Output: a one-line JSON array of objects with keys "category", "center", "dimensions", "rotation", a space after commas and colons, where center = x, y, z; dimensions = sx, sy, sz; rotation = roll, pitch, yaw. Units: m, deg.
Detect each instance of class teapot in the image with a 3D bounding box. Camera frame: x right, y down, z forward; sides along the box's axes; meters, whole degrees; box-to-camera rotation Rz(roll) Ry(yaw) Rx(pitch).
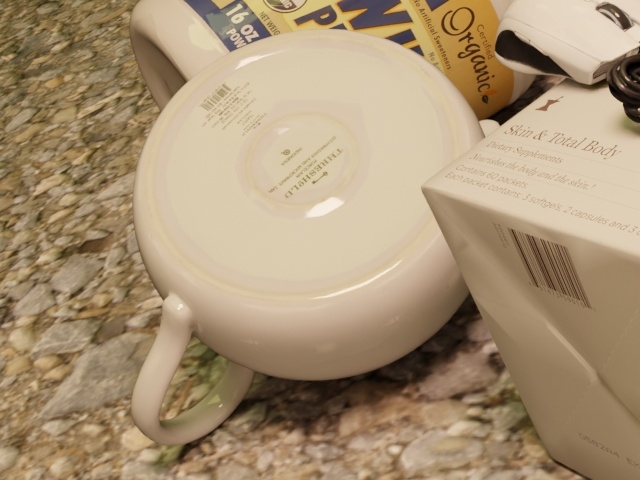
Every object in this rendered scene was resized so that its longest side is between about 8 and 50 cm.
[{"category": "teapot", "center": [0.000, 0.000, 1.050], "dimensions": [0.256, 0.187, 0.253], "rotation": [-5, 58, 7]}]

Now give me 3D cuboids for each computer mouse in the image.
[{"category": "computer mouse", "center": [0.146, -0.113, 0.820], "dimensions": [0.106, 0.042, 0.193], "rotation": [-36, 25, -14]}]

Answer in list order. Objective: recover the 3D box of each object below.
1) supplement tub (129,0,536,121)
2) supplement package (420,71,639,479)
[{"category": "supplement tub", "center": [0.033, -0.166, 1.250], "dimensions": [0.316, 0.228, 0.228], "rotation": [-34, 27, -12]}, {"category": "supplement package", "center": [0.236, -0.006, 0.812], "dimensions": [0.262, 0.198, 0.199], "rotation": [-36, 27, -18]}]
